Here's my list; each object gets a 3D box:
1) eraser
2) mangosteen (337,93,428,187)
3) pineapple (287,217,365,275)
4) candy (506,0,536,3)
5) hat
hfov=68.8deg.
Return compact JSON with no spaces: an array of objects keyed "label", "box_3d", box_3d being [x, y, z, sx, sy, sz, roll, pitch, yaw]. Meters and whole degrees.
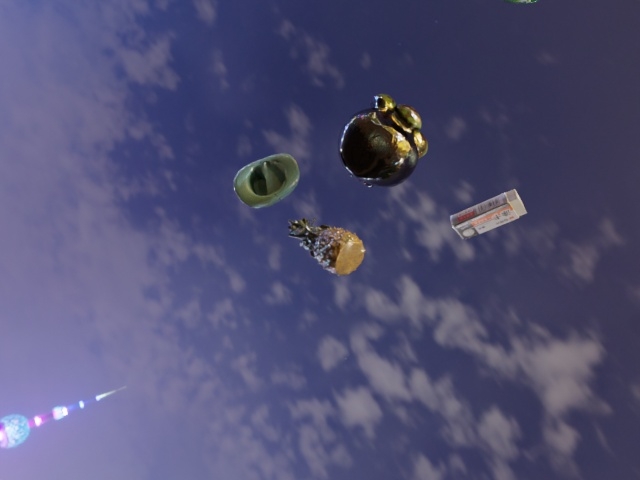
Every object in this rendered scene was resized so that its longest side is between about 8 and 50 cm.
[{"label":"eraser","box_3d":[0.301,-0.046,0.842,0.122,0.052,0.029,-25,-135,28]},{"label":"mangosteen","box_3d":[0.162,-0.253,1.224,0.243,0.243,0.242,6,-81,36]},{"label":"pineapple","box_3d":[0.000,0.000,1.180,0.251,0.125,0.125,33,-64,51]},{"label":"candy","box_3d":[0.540,-0.671,1.225,0.203,0.141,0.078,-4,-47,13]},{"label":"hat","box_3d":[-0.147,-0.166,1.327,0.191,0.078,0.138,-24,-104,0]}]
